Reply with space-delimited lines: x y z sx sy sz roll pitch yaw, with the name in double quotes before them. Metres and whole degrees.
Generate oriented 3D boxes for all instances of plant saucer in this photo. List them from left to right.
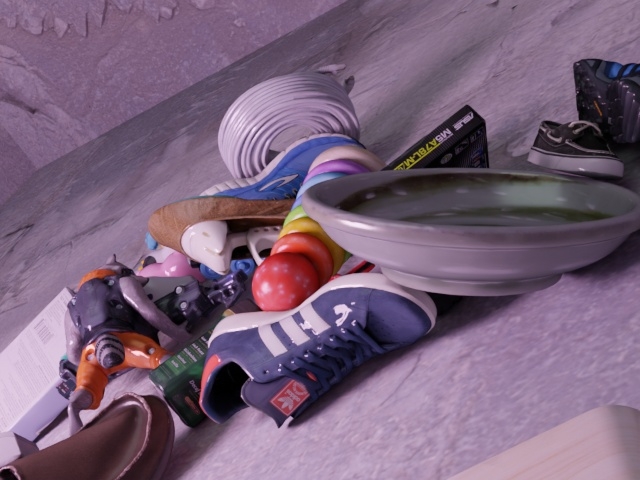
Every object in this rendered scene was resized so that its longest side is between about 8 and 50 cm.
"plant saucer" 0.178 -0.008 1.423 0.400 0.100 0.400 0 13 0

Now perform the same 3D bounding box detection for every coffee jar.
"coffee jar" -0.142 0.169 1.700 0.184 0.096 0.079 -40 32 -12

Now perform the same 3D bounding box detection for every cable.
"cable" -0.054 -0.184 2.192 0.257 0.257 0.089 -12 48 -18

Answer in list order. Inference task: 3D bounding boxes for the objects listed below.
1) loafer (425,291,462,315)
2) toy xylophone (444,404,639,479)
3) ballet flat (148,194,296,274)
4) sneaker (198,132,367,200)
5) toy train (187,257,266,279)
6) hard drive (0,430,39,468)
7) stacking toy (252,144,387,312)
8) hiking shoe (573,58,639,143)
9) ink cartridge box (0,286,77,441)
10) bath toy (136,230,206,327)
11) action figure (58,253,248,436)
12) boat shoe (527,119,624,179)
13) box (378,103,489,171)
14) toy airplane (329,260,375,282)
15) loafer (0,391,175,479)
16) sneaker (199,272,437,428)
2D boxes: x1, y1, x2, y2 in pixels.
"loafer" 0.126 0.029 1.606 0.076 0.078 0.223 -35 19 0
"toy xylophone" 0.160 0.257 0.992 0.323 0.081 0.236 -27 21 24
"ballet flat" -0.106 -0.002 1.898 0.342 0.116 0.124 0 42 2
"sneaker" -0.055 -0.066 2.122 0.330 0.130 0.147 -29 42 -3
"toy train" -0.132 0.001 2.012 0.184 0.105 0.080 -6 21 1
"hard drive" -0.522 0.340 1.724 0.233 0.047 0.353 -22 -9 -12
"stacking toy" 0.000 0.000 1.698 0.141 0.141 0.330 -23 21 32
"hiking shoe" 0.424 -0.185 1.618 0.132 0.113 0.304 -9 16 -3
"ink cartridge box" -0.492 0.240 2.061 0.311 0.065 0.186 -44 39 -4
"bath toy" -0.267 0.059 2.138 0.348 0.129 0.151 -92 25 -69
"action figure" -0.276 0.124 1.855 0.341 0.178 0.330 -32 37 1
"boat shoe" 0.330 -0.122 1.585 0.219 0.078 0.070 -145 65 -72
"box" 0.153 -0.080 1.700 0.184 0.045 0.190 -39 -25 -10
"toy airplane" 0.033 0.061 1.766 0.151 0.028 0.151 -30 18 11
"loafer" -0.338 0.327 1.561 0.366 0.130 0.134 -46 44 -16
"sneaker" -0.011 0.151 1.507 0.350 0.131 0.148 -22 35 38
